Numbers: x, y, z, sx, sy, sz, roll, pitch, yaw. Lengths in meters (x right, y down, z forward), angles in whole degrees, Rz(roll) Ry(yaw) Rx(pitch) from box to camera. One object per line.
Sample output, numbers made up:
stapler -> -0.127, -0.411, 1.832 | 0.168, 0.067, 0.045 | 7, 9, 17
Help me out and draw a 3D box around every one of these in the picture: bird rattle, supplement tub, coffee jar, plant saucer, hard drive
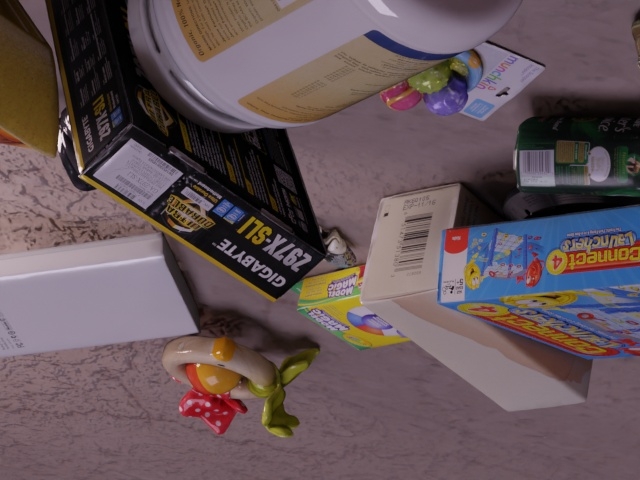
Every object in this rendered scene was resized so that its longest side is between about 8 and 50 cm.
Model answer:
bird rattle -> -0.131, 0.182, 2.570 | 0.253, 0.143, 0.207 | 4, 155, 44
supplement tub -> -0.002, -0.227, 1.555 | 0.228, 0.228, 0.316 | 29, 150, -29
coffee jar -> 0.295, -0.085, 1.849 | 0.184, 0.079, 0.096 | 3, -169, 20
plant saucer -> -0.388, -0.252, 1.696 | 0.333, 0.081, 0.333 | 35, -171, -37
hard drive -> -0.356, 0.081, 2.427 | 0.353, 0.047, 0.233 | -7, 151, 6

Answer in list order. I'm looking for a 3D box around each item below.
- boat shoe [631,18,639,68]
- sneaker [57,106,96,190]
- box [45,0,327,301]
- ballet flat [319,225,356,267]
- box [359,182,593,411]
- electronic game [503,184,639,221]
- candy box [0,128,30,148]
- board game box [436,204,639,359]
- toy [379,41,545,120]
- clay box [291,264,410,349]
boat shoe -> 0.337, -0.158, 1.738 | 0.056, 0.048, 0.153 | -3, 150, 29
sneaker -> -0.187, -0.091, 2.061 | 0.268, 0.101, 0.153 | 34, 148, -25
box -> -0.134, -0.121, 1.739 | 0.079, 0.322, 0.257 | -42, 129, 20
ballet flat -> 0.000, 0.000, 2.220 | 0.114, 0.041, 0.041 | 22, 152, -19
box -> 0.194, 0.074, 2.157 | 0.121, 0.148, 0.311 | -11, 146, 39
electronic game -> 0.315, -0.026, 2.007 | 0.229, 0.048, 0.229 | 7, 161, 2
candy box -> -0.375, -0.174, 2.030 | 0.109, 0.053, 0.187 | 9, 152, 9
board game box -> 0.338, 0.051, 1.997 | 0.302, 0.086, 0.308 | -8, 160, 41
toy -> 0.087, -0.167, 1.828 | 0.237, 0.056, 0.137 | 21, 154, -16
clay box -> 0.071, 0.084, 2.334 | 0.222, 0.053, 0.127 | -16, 141, 43
